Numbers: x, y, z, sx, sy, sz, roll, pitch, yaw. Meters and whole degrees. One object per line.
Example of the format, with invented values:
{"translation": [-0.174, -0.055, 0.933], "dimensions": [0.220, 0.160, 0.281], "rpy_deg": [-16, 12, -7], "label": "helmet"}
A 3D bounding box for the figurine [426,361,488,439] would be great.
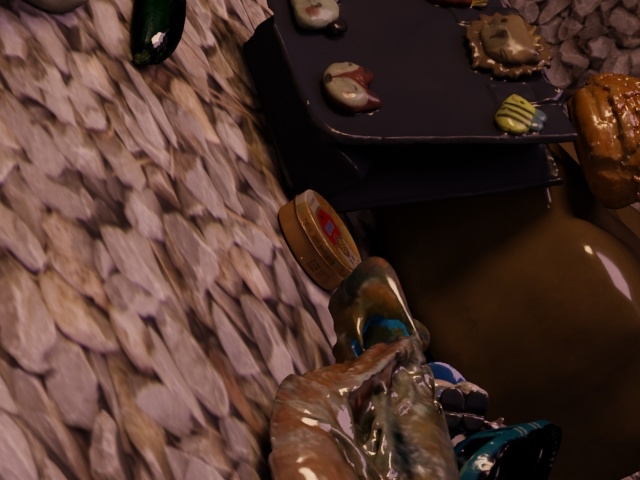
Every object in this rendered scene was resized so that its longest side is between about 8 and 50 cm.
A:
{"translation": [0.117, 0.162, 1.785], "dimensions": [0.149, 0.086, 0.087], "rpy_deg": [180, -88, -74], "label": "figurine"}

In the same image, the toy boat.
{"translation": [0.150, 0.235, 1.829], "dimensions": [0.092, 0.134, 0.299], "rpy_deg": [24, 7, 20], "label": "toy boat"}

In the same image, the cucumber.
{"translation": [-0.158, -0.247, 1.877], "dimensions": [0.056, 0.056, 0.284], "rpy_deg": [49, 22, -28], "label": "cucumber"}

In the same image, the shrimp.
{"translation": [0.035, 0.171, 1.600], "dimensions": [0.221, 0.110, 0.445], "rpy_deg": [41, 25, -23], "label": "shrimp"}

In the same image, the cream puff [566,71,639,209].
{"translation": [0.340, -0.113, 2.079], "dimensions": [0.150, 0.115, 0.165], "rpy_deg": [48, 28, -62], "label": "cream puff"}

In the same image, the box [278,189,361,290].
{"translation": [0.000, 0.000, 1.910], "dimensions": [0.105, 0.037, 0.105], "rpy_deg": [52, 17, -23], "label": "box"}

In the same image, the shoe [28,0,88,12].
{"translation": [-0.222, -0.283, 1.560], "dimensions": [0.124, 0.159, 0.316], "rpy_deg": [57, 18, 3], "label": "shoe"}

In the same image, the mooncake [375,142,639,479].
{"translation": [0.279, 0.071, 2.218], "dimensions": [0.467, 0.262, 0.467], "rpy_deg": [48, 18, -22], "label": "mooncake"}

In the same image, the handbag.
{"translation": [0.101, -0.183, 2.058], "dimensions": [0.122, 0.329, 0.303], "rpy_deg": [103, -23, -44], "label": "handbag"}
